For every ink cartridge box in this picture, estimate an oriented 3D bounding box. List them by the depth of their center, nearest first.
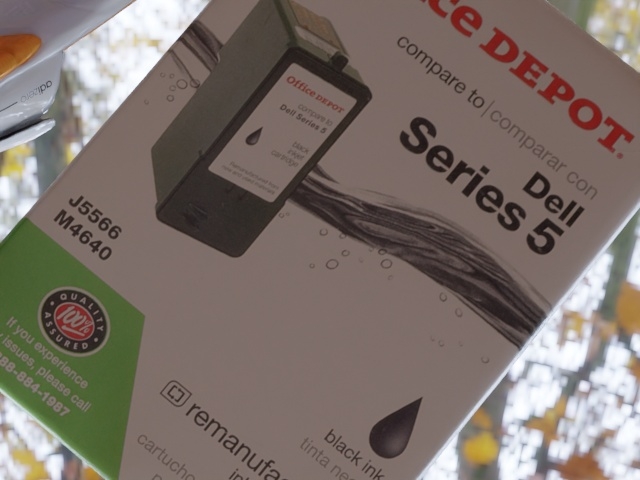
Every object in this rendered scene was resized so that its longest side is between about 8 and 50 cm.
[{"bbox_3d":[0.000,0.000,0.821,0.198,0.115,0.273,39,-96,5],"label":"ink cartridge box"}]

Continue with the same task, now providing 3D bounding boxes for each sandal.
[{"bbox_3d":[-0.180,-0.096,1.112,0.265,0.076,0.102,-34,-143,-23],"label":"sandal"}]
